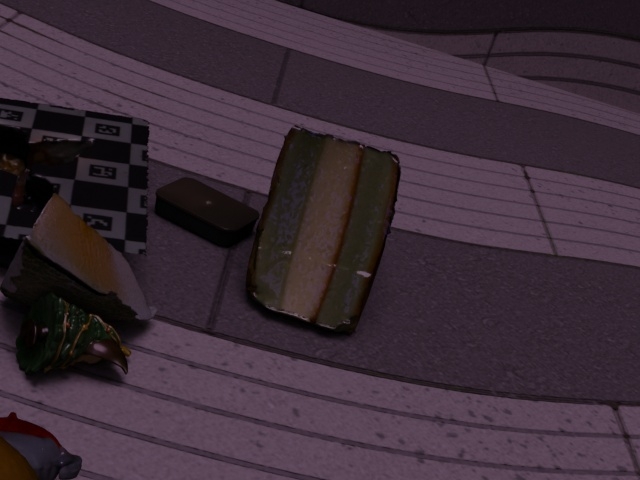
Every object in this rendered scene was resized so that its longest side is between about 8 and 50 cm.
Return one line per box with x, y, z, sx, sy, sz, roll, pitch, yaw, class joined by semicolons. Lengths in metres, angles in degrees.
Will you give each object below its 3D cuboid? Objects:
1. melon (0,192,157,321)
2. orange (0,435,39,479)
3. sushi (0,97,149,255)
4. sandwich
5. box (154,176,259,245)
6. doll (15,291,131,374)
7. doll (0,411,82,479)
-0.261;0.033;0.998;0.202;0.139;0.093;46;36;-49;melon
-0.259;0.196;0.541;0.236;0.236;0.236;15;26;-7;orange
-0.381;-0.071;1.174;0.343;0.064;0.359;7;29;-14;sushi
-0.001;0.000;1.247;0.155;0.228;0.198;17;-10;0;sandwich
-0.151;-0.038;1.298;0.126;0.031;0.091;26;26;14;box
-0.229;0.086;0.946;0.113;0.077;0.078;0;23;-36;doll
-0.235;0.159;0.733;0.104;0.062;0.194;32;-11;-8;doll
